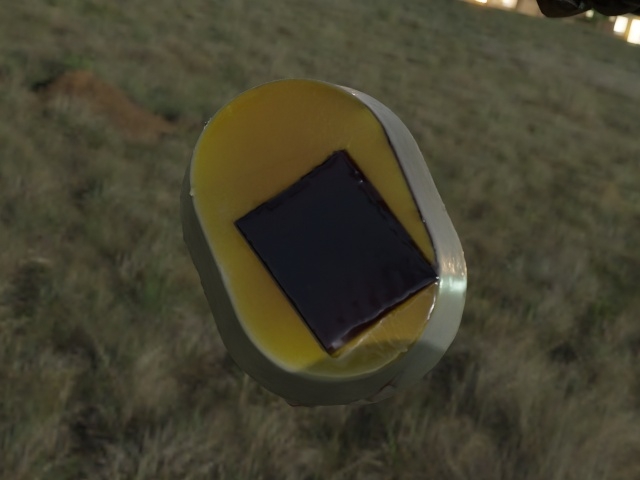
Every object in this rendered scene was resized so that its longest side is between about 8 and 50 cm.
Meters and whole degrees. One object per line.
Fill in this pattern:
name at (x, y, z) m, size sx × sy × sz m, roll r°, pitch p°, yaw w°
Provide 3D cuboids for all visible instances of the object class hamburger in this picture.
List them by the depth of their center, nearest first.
hamburger at (0.000, 0.000, 1.050) m, size 0.227 × 0.295 × 0.151 m, roll -21°, pitch -14°, yaw 3°

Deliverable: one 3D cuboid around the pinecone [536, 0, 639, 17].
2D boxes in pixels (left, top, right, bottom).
pinecone at (0.290, -0.361, 0.934) m, size 0.384 × 0.384 × 0.384 m, roll 12°, pitch 13°, yaw -3°
